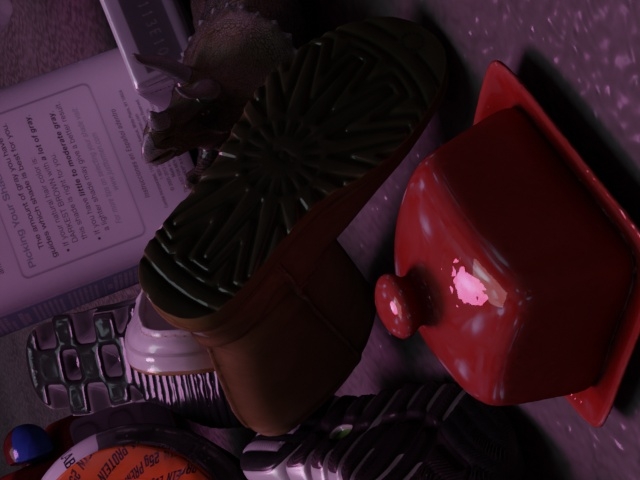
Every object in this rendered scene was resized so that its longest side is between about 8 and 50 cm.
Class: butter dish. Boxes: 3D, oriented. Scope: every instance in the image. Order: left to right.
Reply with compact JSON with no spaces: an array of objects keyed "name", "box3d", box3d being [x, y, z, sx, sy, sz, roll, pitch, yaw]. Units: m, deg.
[{"name":"butter dish","box3d":[0.084,0.018,0.839,0.160,0.118,0.160,56,155,31]}]

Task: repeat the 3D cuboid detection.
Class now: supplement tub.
[{"name":"supplement tub","box3d":[-0.145,0.268,1.410,0.338,0.207,0.207,84,163,-80]}]

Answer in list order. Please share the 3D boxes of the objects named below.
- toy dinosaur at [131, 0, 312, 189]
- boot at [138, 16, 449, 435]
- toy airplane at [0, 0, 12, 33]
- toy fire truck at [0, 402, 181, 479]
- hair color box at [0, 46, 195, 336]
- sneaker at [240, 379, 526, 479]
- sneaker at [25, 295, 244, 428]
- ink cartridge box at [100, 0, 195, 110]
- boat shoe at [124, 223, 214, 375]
[{"name":"toy dinosaur","box3d":[-0.046,-0.135,1.072,0.313,0.121,0.160,-85,0,-47]},{"name":"boot","box3d":[0.000,0.000,1.021,0.089,0.236,0.269,45,174,22]},{"name":"toy airplane","box3d":[-0.416,-0.264,1.491,0.272,0.386,0.384,36,158,-26]},{"name":"toy fire truck","box3d":[-0.236,0.303,1.698,0.169,0.302,0.254,-25,84,38]},{"name":"hair color box","box3d":[-0.294,-0.015,1.391,0.113,0.374,0.185,120,128,-78]},{"name":"sneaker","box3d":[0.074,0.184,1.094,0.162,0.106,0.281,52,156,-20]},{"name":"sneaker","box3d":[-0.108,0.092,1.431,0.330,0.146,0.122,0,98,43]},{"name":"ink cartridge box","box3d":[-0.151,-0.235,1.301,0.239,0.060,0.275,25,-138,-83]},{"name":"boat shoe","box3d":[-0.094,0.020,1.219,0.277,0.098,0.096,-83,-8,-72]}]
